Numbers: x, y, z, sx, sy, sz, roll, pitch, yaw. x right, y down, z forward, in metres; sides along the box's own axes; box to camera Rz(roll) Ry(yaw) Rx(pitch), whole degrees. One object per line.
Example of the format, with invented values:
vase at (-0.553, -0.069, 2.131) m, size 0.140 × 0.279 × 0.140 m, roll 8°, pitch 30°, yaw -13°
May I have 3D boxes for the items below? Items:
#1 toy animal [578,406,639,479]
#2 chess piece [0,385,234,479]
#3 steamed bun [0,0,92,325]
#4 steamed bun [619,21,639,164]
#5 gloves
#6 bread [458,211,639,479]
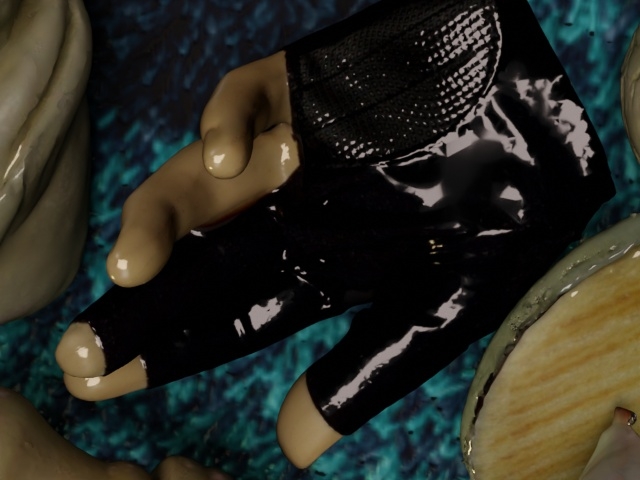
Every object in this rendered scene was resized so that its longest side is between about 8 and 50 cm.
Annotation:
toy animal at (0.215, 0.233, 0.511) m, size 0.310 × 0.247 × 0.182 m, roll 35°, pitch 87°, yaw -40°
chess piece at (-0.082, 0.158, 0.580) m, size 0.397 × 0.117 × 0.117 m, roll 24°, pitch 104°, yaw -15°
steamed bun at (-0.306, -0.088, 0.566) m, size 0.394 × 0.237 × 0.346 m, roll 45°, pitch 105°, yaw -2°
steamed bun at (0.208, -0.070, 0.560) m, size 0.113 × 0.091 × 0.129 m, roll -3°, pitch 101°, yaw 11°
gloves at (0.004, -0.002, 0.572) m, size 0.301 × 0.152 × 0.197 m, roll -28°, pitch 89°, yaw -12°
bread at (0.198, 0.090, 0.580) m, size 0.267 × 0.040 × 0.266 m, roll -3°, pitch 118°, yaw -6°
